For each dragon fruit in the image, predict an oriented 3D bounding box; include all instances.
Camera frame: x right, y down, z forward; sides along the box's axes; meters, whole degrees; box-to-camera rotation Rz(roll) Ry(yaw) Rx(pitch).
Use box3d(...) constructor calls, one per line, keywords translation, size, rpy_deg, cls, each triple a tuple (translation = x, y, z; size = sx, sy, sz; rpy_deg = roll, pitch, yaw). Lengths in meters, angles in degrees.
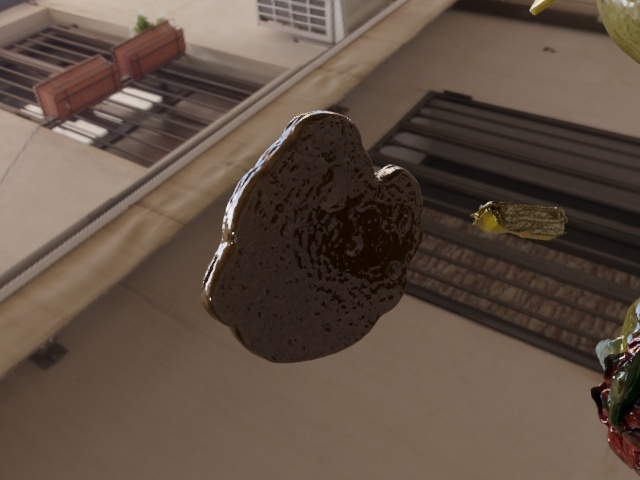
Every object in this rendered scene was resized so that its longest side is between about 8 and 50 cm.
box3d(translation=(0.493, 0.220, 0.729), size=(0.234, 0.293, 0.233), rpy_deg=(-172, 90, -90), cls="dragon fruit")

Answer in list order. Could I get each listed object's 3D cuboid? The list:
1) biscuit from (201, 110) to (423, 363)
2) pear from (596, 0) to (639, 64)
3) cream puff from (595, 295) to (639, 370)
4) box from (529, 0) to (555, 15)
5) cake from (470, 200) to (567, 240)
box3d(translation=(0.000, 0.000, 0.886), size=(0.359, 0.074, 0.380), rpy_deg=(-4, -75, -31), cls="biscuit")
box3d(translation=(0.359, -0.250, 0.507), size=(0.229, 0.211, 0.188), rpy_deg=(-32, -26, 14), cls="pear")
box3d(translation=(0.702, 0.244, 1.049), size=(0.378, 0.379, 0.275), rpy_deg=(-52, -43, -29), cls="cream puff")
box3d(translation=(0.515, -0.549, 1.278), size=(0.073, 0.020, 0.149), rpy_deg=(-60, 10, -10), cls="box")
box3d(translation=(0.403, -0.032, 1.228), size=(0.116, 0.185, 0.079), rpy_deg=(141, 128, -67), cls="cake")
